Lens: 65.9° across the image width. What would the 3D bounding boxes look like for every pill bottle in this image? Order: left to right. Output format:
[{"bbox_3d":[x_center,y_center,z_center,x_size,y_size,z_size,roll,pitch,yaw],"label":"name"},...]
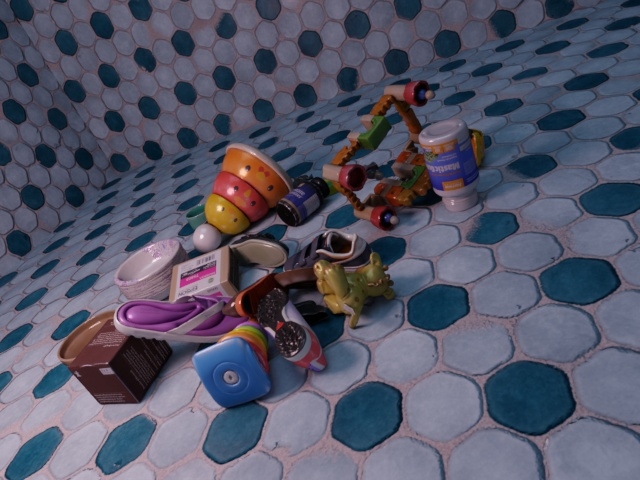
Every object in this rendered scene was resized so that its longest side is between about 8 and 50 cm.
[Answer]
[{"bbox_3d":[-0.067,-0.162,1.998,0.219,0.123,0.122,-42,32,-29],"label":"pill bottle"},{"bbox_3d":[0.419,-0.234,1.574,0.152,0.272,0.152,-19,28,10],"label":"pill bottle"}]

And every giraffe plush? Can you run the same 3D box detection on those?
[{"bbox_3d":[0.105,0.117,1.355,0.170,0.182,0.210,-27,35,-20],"label":"giraffe plush"}]

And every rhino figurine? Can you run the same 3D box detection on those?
[{"bbox_3d":[-0.077,-0.254,2.219,0.106,0.073,0.243,-23,26,-3],"label":"rhino figurine"}]

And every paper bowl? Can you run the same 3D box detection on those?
[{"bbox_3d":[-0.641,0.131,1.925,0.284,0.148,0.284,-18,28,10],"label":"paper bowl"}]

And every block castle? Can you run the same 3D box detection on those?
[{"bbox_3d":[0.251,-0.282,1.666,0.212,0.303,0.453,21,69,49],"label":"block castle"}]

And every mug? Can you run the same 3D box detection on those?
[{"bbox_3d":[-0.536,-0.105,2.299,0.157,0.098,0.129,-17,28,13],"label":"mug"}]

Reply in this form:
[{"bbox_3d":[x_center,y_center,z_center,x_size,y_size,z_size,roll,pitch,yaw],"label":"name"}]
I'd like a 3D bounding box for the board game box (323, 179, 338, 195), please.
[{"bbox_3d":[0.090,-0.253,2.115,0.181,0.043,0.092,-23,28,3],"label":"board game box"}]

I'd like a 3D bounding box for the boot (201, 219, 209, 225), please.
[{"bbox_3d":[-0.447,-0.089,2.214,0.069,0.086,0.190,0,36,38],"label":"boot"}]

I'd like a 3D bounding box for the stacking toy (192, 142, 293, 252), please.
[{"bbox_3d":[-0.368,-0.141,2.108,0.350,0.350,0.480,13,65,49],"label":"stacking toy"}]

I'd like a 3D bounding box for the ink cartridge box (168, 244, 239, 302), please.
[{"bbox_3d":[-0.410,0.142,1.749,0.234,0.088,0.193,-21,39,7],"label":"ink cartridge box"}]

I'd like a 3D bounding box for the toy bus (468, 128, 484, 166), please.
[{"bbox_3d":[0.542,-0.360,1.859,0.211,0.150,0.220,-24,25,-34],"label":"toy bus"}]

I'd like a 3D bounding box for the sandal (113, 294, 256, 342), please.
[{"bbox_3d":[-0.387,0.216,1.457,0.415,0.102,0.169,-2,43,-20],"label":"sandal"}]

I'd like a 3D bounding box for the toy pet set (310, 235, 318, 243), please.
[{"bbox_3d":[0.000,0.000,1.727,0.122,0.065,0.114,-2,35,37],"label":"toy pet set"}]

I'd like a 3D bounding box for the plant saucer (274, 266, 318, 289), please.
[{"bbox_3d":[-0.039,0.118,1.488,0.198,0.198,0.036,-12,75,23],"label":"plant saucer"}]

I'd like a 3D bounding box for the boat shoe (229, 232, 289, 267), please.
[{"bbox_3d":[-0.213,0.023,1.792,0.340,0.127,0.113,-12,30,50],"label":"boat shoe"}]

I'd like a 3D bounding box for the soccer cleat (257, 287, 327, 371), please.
[{"bbox_3d":[-0.081,0.237,1.326,0.108,0.116,0.318,-45,31,-1],"label":"soccer cleat"}]

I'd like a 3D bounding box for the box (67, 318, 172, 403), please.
[{"bbox_3d":[-0.592,0.355,1.480,0.168,0.167,0.203,-10,31,25],"label":"box"}]

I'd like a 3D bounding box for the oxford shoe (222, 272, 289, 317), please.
[{"bbox_3d":[-0.192,0.164,1.507,0.098,0.097,0.271,-17,1,31],"label":"oxford shoe"}]

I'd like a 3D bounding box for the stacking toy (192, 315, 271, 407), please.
[{"bbox_3d":[-0.201,0.288,1.339,0.165,0.175,0.302,-24,14,13],"label":"stacking toy"}]

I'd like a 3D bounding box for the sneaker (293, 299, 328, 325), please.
[{"bbox_3d":[-0.063,0.219,1.417,0.170,0.051,0.089,-20,24,3],"label":"sneaker"}]

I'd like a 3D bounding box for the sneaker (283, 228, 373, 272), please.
[{"bbox_3d":[0.006,0.039,1.578,0.320,0.127,0.126,-12,44,25],"label":"sneaker"}]

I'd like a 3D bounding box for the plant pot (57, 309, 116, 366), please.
[{"bbox_3d":[-0.748,0.353,1.669,0.237,0.110,0.237,-18,29,10],"label":"plant pot"}]

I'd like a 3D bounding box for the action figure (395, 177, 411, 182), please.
[{"bbox_3d":[0.341,-0.261,1.915,0.137,0.064,0.232,-7,30,34],"label":"action figure"}]
